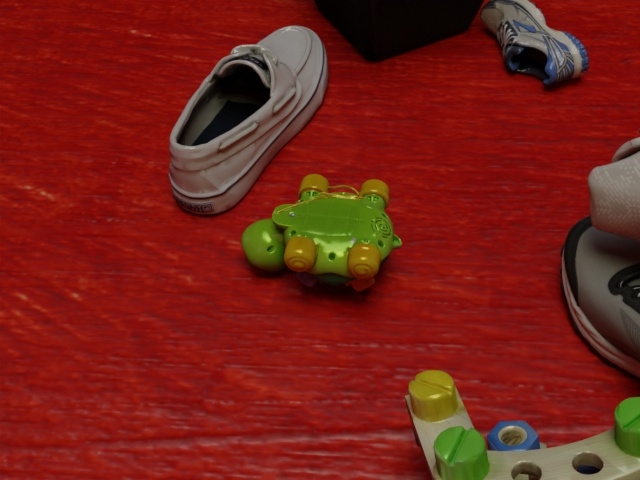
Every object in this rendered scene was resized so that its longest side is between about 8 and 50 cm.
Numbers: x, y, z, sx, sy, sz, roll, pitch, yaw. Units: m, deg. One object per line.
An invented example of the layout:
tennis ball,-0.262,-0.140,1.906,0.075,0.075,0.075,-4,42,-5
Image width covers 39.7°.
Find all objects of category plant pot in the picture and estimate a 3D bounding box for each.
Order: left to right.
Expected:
plant pot,0.074,-0.300,0.912,0.187,0.167,0.188,-22,51,-18

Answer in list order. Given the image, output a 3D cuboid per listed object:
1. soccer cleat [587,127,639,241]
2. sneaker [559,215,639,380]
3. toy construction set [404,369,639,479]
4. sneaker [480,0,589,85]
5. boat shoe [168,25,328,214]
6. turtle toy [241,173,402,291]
soccer cleat,0.320,-0.078,0.705,0.143,0.116,0.331,1,17,39
sneaker,0.260,0.068,0.607,0.100,0.108,0.271,-18,46,-11
toy construction set,0.121,0.209,0.442,0.215,0.151,0.327,0,47,19
sneaker,0.204,-0.202,0.896,0.058,0.052,0.135,-32,53,-19
boat shoe,-0.060,-0.136,0.822,0.095,0.084,0.258,12,49,14
turtle toy,0.000,0.000,0.707,0.130,0.066,0.095,5,48,8
